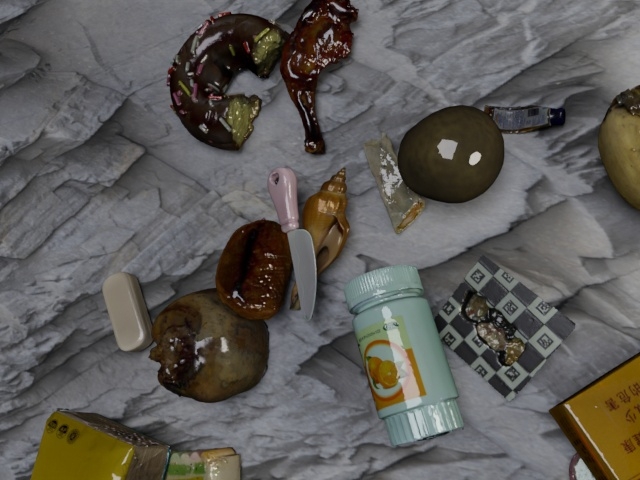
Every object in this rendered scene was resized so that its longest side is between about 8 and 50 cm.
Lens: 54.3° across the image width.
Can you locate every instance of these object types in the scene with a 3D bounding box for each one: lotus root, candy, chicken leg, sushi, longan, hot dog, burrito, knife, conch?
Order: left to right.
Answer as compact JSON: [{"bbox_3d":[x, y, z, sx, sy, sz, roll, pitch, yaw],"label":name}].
[{"bbox_3d":[-0.259,0.222,1.336,0.272,0.192,0.272,-3,81,22],"label":"lotus root"},{"bbox_3d":[-0.136,0.062,1.338,0.161,0.099,0.226,25,62,-11],"label":"hot dog"},{"bbox_3d":[-0.045,0.001,1.319,0.081,0.043,0.335,-25,74,41],"label":"knife"},{"bbox_3d":[-0.016,-0.397,1.462,0.158,0.096,0.406,10,81,2],"label":"chicken leg"},{"bbox_3d":[0.001,-0.001,1.356,0.109,0.093,0.330,18,103,5],"label":"conch"},{"bbox_3d":[0.156,-0.132,1.343,0.087,0.060,0.226,-28,70,16],"label":"burrito"},{"bbox_3d":[0.261,-0.171,1.251,0.212,0.198,0.198,-8,73,2],"label":"longan"},{"bbox_3d":[0.348,0.164,1.203,0.215,0.050,0.192,42,108,27],"label":"sushi"},{"bbox_3d":[0.490,0.411,1.094,0.103,0.043,0.103,-4,76,17],"label":"candy"},{"bbox_3d":[0.623,-0.132,1.127,0.183,0.183,0.309,-20,72,13],"label":"lotus root"}]

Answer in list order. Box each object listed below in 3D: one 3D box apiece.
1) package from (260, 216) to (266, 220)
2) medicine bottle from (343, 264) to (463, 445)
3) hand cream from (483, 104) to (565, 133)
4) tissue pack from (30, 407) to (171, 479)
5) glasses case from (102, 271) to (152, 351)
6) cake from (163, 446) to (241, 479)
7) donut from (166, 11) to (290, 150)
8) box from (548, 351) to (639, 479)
[{"bbox_3d":[-0.128,-0.004,1.423,0.059,0.029,0.083,-35,78,2],"label":"package"},{"bbox_3d":[0.158,0.220,1.196,0.158,0.158,0.318,-21,70,13],"label":"medicine bottle"},{"bbox_3d":[0.423,-0.256,1.302,0.163,0.039,0.062,4,79,26],"label":"hand cream"},{"bbox_3d":[-0.475,0.489,1.333,0.271,0.134,0.192,8,79,32],"label":"tissue pack"},{"bbox_3d":[-0.456,0.168,1.478,0.083,0.050,0.196,-28,69,13],"label":"glasses case"},{"bbox_3d":[-0.284,0.499,1.313,0.225,0.090,0.109,-10,77,17],"label":"cake"},{"bbox_3d":[-0.242,-0.408,1.517,0.259,0.136,0.345,25,83,20],"label":"donut"},{"bbox_3d":[0.603,0.384,0.995,0.264,0.116,0.415,-30,69,-5],"label":"box"}]
